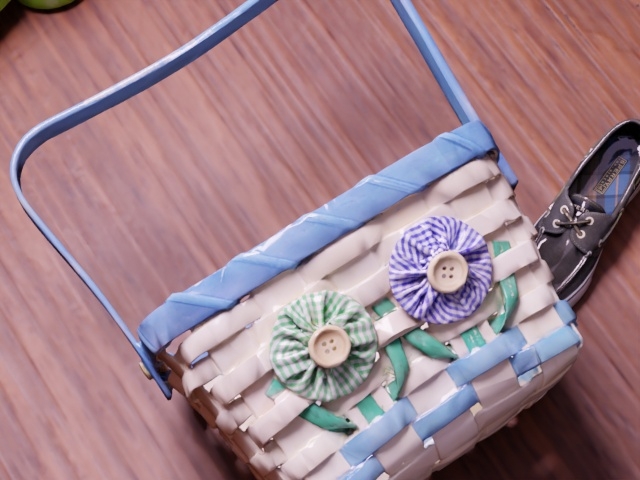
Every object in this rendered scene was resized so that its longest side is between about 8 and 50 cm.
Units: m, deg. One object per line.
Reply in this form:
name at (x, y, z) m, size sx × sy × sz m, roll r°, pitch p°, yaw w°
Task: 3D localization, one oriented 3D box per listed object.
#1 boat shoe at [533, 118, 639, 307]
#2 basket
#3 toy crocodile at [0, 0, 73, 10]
boat shoe at (0.159, -0.016, 1.117) m, size 0.049 × 0.040 × 0.142 m, roll 28°, pitch 71°, yaw 17°
basket at (0.000, 0.000, 1.038) m, size 0.254 × 0.201 × 0.289 m, roll -35°, pitch 77°, yaw -9°
toy crocodile at (-0.249, -0.169, 1.192) m, size 0.105 × 0.115 × 0.340 m, roll 33°, pitch 71°, yaw 24°
